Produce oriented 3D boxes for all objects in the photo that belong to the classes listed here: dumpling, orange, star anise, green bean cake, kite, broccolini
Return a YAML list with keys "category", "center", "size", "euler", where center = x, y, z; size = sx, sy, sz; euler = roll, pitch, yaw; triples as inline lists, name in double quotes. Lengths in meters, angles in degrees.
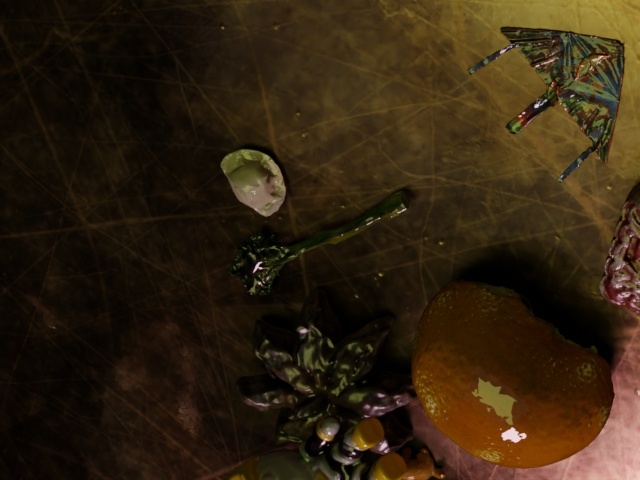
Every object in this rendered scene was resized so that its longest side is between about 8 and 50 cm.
- category: "dumpling"
  center: [-0.077, -0.072, 1.576]
  size: [0.076, 0.057, 0.052]
  euler: [47, 166, 27]
- category: "orange"
  center: [0.200, 0.161, 1.477]
  size: [0.237, 0.158, 0.179]
  euler: [40, 140, 2]
- category: "star anise"
  center: [0.004, 0.188, 1.620]
  size: [0.236, 0.109, 0.223]
  euler: [-27, 104, 31]
- category: "green bean cake"
  center: [0.370, 0.020, 1.390]
  size: [0.135, 0.056, 0.136]
  euler: [20, 120, 18]
- category: "kite"
  center: [0.254, -0.158, 1.389]
  size: [0.160, 0.010, 0.183]
  euler: [-37, 94, 34]
- category: "broccolini"
  center: [-0.002, -0.007, 1.579]
  size: [0.254, 0.071, 0.058]
  euler: [-26, 59, 26]

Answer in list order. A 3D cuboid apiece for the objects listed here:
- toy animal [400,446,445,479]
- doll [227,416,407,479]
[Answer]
- category: "toy animal"
  center: [0.103, 0.294, 1.631]
  size: [0.081, 0.083, 0.060]
  euler: [24, 121, 18]
- category: "doll"
  center: [-0.010, 0.309, 1.595]
  size: [0.145, 0.103, 0.316]
  euler: [41, 134, -8]
